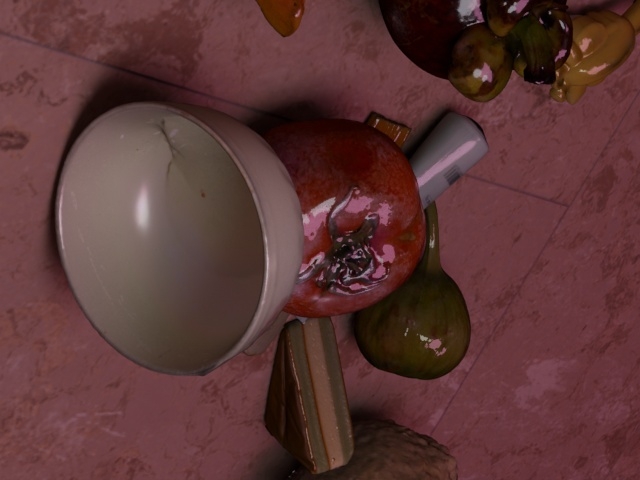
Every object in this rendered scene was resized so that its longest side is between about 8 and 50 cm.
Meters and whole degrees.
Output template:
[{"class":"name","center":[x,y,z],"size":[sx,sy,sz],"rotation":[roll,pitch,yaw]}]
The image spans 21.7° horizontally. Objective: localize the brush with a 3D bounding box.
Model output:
[{"class":"brush","center":[0.000,0.000,1.988],"size":[0.085,0.020,0.336],"rotation":[17,109,-49]}]

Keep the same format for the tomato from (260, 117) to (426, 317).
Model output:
[{"class":"tomato","center":[-0.002,-0.032,1.831],"size":[0.232,0.188,0.232],"rotation":[-10,120,-18]}]

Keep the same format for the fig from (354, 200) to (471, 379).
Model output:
[{"class":"fig","center":[0.125,0.052,2.098],"size":[0.149,0.149,0.245],"rotation":[0,102,-43]}]

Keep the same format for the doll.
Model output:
[{"class":"doll","center":[0.384,-0.275,2.069],"size":[0.291,0.086,0.117],"rotation":[-39,136,-15]}]

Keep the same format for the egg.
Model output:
[{"class":"egg","center":[0.060,0.390,2.176],"size":[0.279,0.279,0.310],"rotation":[23,90,-50]}]

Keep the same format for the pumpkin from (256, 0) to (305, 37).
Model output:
[{"class":"pumpkin","center":[-0.024,-0.379,1.597],"size":[0.290,0.095,0.258],"rotation":[-52,137,-1]}]

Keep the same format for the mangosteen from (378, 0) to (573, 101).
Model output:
[{"class":"mangosteen","center":[0.174,-0.249,1.758],"size":[0.215,0.257,0.215],"rotation":[-13,143,-10]}]

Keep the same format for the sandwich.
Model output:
[{"class":"sandwich","center":[0.000,0.189,2.071],"size":[0.079,0.113,0.163],"rotation":[-13,129,-36]}]

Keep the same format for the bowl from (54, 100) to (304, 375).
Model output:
[{"class":"bowl","center":[-0.124,-0.013,1.687],"size":[0.145,0.277,0.277],"rotation":[-22,137,-54]}]

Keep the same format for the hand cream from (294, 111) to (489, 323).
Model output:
[{"class":"hand cream","center":[0.080,-0.024,2.003],"size":[0.321,0.067,0.109],"rotation":[-48,164,-2]}]
